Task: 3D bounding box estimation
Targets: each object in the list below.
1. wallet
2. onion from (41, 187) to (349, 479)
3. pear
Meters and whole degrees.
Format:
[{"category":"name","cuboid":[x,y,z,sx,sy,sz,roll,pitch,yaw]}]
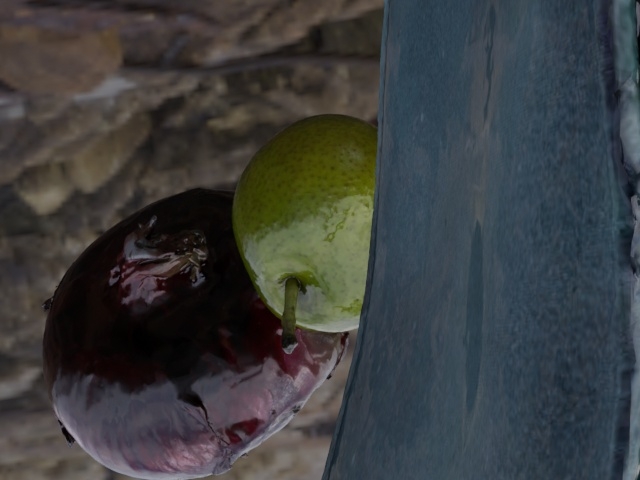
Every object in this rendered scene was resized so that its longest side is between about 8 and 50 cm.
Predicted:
[{"category":"wallet","cuboid":[0.049,-0.006,0.427,0.054,0.290,0.251,3,175,-14]},{"category":"onion","cuboid":[-0.129,0.079,1.486,0.314,0.314,0.232,-13,141,21]},{"category":"pear","cuboid":[0.000,0.000,1.268,0.166,0.180,0.216,4,-139,32]}]
